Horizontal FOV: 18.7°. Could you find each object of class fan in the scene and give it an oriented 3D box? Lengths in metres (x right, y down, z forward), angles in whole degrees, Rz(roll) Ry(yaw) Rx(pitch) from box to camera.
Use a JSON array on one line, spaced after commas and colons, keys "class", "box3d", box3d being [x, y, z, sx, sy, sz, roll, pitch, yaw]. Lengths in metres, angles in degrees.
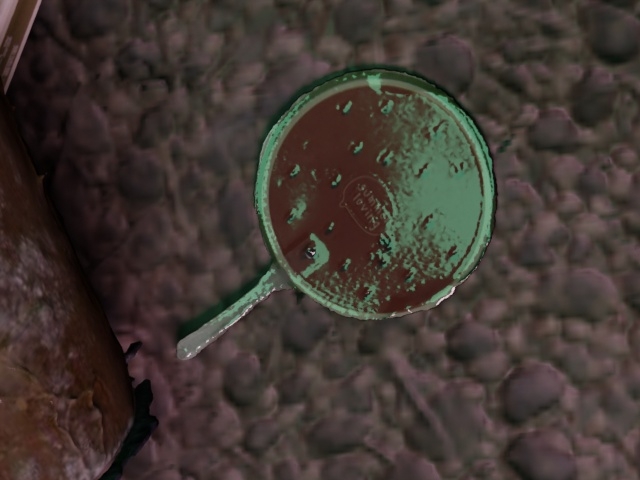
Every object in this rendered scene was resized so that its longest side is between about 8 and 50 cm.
[{"class": "fan", "box3d": [0.000, 0.000, 0.654, 0.133, 0.005, 0.085, -40, 80, 17]}]

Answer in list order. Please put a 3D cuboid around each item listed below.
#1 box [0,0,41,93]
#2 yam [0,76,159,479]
[{"class": "box", "box3d": [-0.167, -0.060, 0.702, 0.109, 0.029, 0.198, 26, 100, 18]}, {"class": "yam", "box3d": [-0.155, -0.034, 0.604, 0.131, 0.131, 0.280, -17, 108, 21]}]
